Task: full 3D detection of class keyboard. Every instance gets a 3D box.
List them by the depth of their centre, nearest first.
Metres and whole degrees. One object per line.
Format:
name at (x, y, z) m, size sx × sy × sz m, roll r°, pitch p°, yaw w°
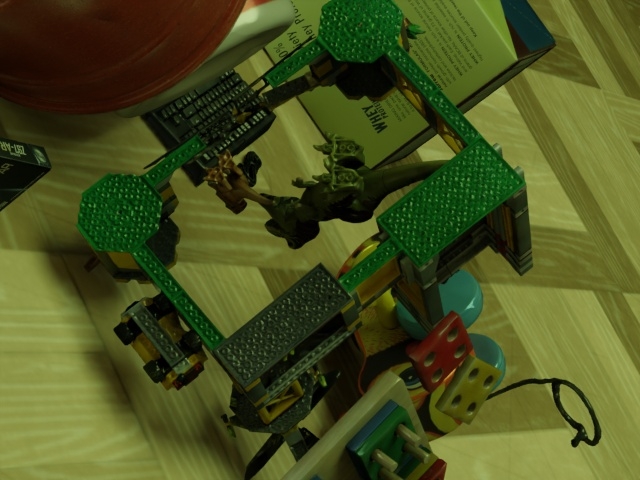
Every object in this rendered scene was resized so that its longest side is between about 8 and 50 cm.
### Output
keyboard at (-0.082, -0.096, 1.672) m, size 0.108 × 0.023 × 0.180 m, roll 52°, pitch 26°, yaw -4°

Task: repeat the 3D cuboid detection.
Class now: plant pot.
plant pot at (-0.198, -0.229, 1.272) m, size 0.272 × 0.272 × 0.265 m, roll 57°, pitch 9°, yaw 8°

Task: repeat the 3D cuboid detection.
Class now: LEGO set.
LEGO set at (0.000, 0.000, 1.421) m, size 0.255 × 0.331 × 0.192 m, roll 40°, pitch -12°, yaw 20°

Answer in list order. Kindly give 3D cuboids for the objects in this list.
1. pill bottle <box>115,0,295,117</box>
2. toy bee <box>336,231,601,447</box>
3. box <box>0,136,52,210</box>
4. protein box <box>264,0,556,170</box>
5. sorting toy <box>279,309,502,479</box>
pill bottle at (-0.154, -0.252, 1.487) m, size 0.283 × 0.161 × 0.161 m, roll 60°, pitch 25°, yaw 0°
toy bee at (0.069, 0.093, 1.558) m, size 0.195 × 0.162 × 0.298 m, roll 64°, pitch -11°, yaw -15°
box at (-0.227, -0.037, 1.275) m, size 0.067 × 0.083 × 0.018 m, roll 12°, pitch 47°, yaw -55°
protein box at (0.076, -0.202, 1.867) m, size 0.200 × 0.201 × 0.136 m, roll 55°, pitch 25°, yaw 4°
sorting toy at (0.039, 0.173, 1.342) m, size 0.046 × 0.274 × 0.132 m, roll 33°, pitch -21°, yaw 35°
